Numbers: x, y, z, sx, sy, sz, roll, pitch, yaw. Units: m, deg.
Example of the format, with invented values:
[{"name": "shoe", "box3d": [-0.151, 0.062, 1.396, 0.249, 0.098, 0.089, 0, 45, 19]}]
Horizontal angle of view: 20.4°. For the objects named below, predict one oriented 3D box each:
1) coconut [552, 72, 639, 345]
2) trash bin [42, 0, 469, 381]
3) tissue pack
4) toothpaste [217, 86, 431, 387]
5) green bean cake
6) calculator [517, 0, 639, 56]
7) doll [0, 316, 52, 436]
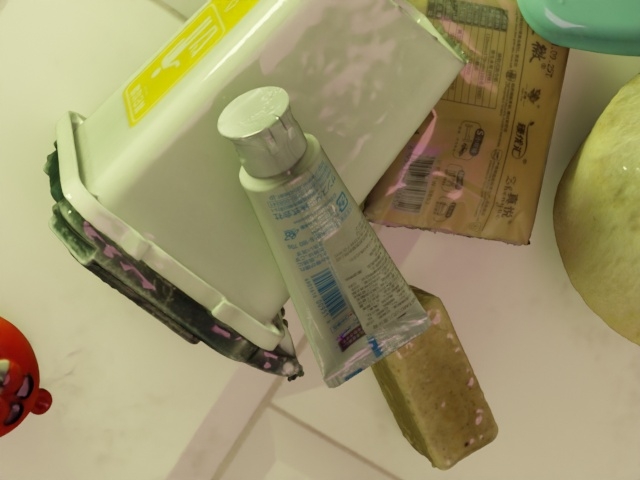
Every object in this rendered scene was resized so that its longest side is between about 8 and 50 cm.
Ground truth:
[{"name": "coconut", "box3d": [0.393, -0.024, 1.845, 0.328, 0.329, 0.329, -4, 104, -18]}, {"name": "trash bin", "box3d": [-0.045, -0.091, 1.653, 0.296, 0.256, 0.368, 39, 100, -21]}, {"name": "tissue pack", "box3d": [0.137, -0.132, 1.807, 0.215, 0.123, 0.257, 7, 101, -23]}, {"name": "toothpaste", "box3d": [0.000, 0.000, 1.545, 0.114, 0.073, 0.299, -33, 127, -7]}, {"name": "green bean cake", "box3d": [0.109, 0.141, 1.865, 0.085, 0.109, 0.179, -28, 110, -10]}, {"name": "calculator", "box3d": [0.345, -0.315, 1.824, 0.386, 0.054, 0.256, -6, 81, -21]}, {"name": "doll", "box3d": [-0.364, 0.128, 1.714, 0.217, 0.085, 0.183, 32, 89, -14]}]
